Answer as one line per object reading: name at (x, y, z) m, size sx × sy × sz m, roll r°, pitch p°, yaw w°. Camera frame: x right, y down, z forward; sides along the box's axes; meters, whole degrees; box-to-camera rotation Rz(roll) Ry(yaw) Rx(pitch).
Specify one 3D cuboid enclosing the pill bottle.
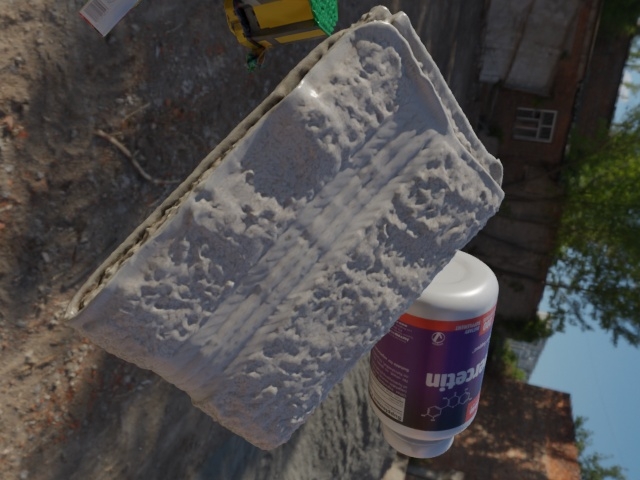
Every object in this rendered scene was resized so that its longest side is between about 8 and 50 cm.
pill bottle at (0.170, 0.183, 0.863) m, size 0.181 × 0.181 × 0.323 m, roll -50°, pitch 145°, yaw -57°

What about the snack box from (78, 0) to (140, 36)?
snack box at (-0.196, -0.296, 0.597) m, size 0.037 × 0.141 × 0.100 m, roll 44°, pitch 19°, yaw -30°

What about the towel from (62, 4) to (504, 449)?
towel at (0.000, 0.000, 0.370) m, size 0.282 × 0.049 × 0.187 m, roll -48°, pitch 120°, yaw -6°

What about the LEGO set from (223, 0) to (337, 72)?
LEGO set at (-0.120, -0.277, 0.344) m, size 0.255 × 0.192 × 0.331 m, roll -30°, pitch 115°, yaw -66°
